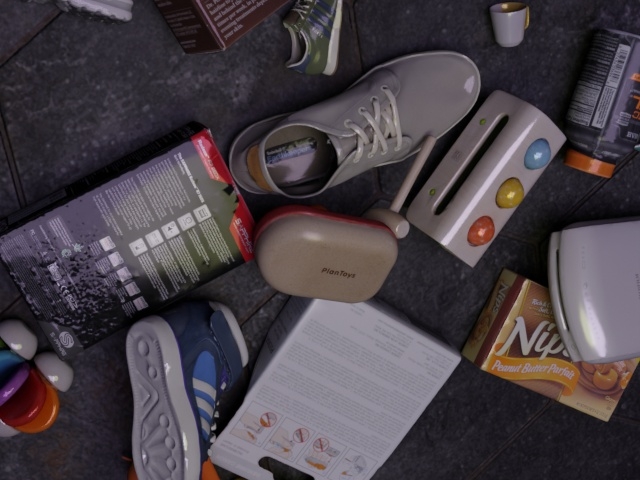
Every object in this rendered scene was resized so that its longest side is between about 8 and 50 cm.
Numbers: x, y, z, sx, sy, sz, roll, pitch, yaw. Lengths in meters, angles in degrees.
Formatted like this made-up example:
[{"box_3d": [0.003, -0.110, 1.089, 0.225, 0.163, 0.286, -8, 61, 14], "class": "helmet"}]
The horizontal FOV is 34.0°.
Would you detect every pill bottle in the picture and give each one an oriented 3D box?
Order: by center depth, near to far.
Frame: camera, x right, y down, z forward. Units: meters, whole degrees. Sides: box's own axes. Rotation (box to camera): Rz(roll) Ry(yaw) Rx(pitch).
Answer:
[{"box_3d": [0.502, -0.235, 1.818, 0.130, 0.130, 0.246, 12, 102, -22], "class": "pill bottle"}]

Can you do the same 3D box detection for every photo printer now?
[{"box_3d": [0.541, 0.085, 1.874, 0.307, 0.107, 0.256, -5, 84, -30], "class": "photo printer"}]

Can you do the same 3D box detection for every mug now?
[{"box_3d": [0.324, -0.363, 1.759, 0.078, 0.062, 0.064, -12, 117, -8], "class": "mug"}]

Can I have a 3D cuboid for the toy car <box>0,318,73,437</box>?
[{"box_3d": [-0.479, 0.225, 1.615, 0.159, 0.136, 0.182, -43, 114, -2], "class": "toy car"}]

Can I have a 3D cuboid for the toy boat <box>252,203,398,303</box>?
[{"box_3d": [0.000, 0.000, 1.665, 0.231, 0.151, 0.151, 11, 125, -27], "class": "toy boat"}]

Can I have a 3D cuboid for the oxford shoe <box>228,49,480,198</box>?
[{"box_3d": [0.071, -0.180, 1.690, 0.449, 0.130, 0.169, -22, 109, -13], "class": "oxford shoe"}]

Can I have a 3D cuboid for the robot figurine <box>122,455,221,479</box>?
[{"box_3d": [-0.232, 0.417, 1.742, 0.128, 0.158, 0.219, -42, 88, -22], "class": "robot figurine"}]

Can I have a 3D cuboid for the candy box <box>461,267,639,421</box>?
[{"box_3d": [0.440, 0.196, 1.946, 0.316, 0.087, 0.183, 24, 94, -23], "class": "candy box"}]

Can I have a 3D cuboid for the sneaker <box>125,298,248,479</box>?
[{"box_3d": [-0.184, 0.256, 1.680, 0.236, 0.130, 0.323, -10, 93, -52], "class": "sneaker"}]

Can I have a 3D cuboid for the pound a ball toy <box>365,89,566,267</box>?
[{"box_3d": [0.251, -0.094, 1.736, 0.319, 0.136, 0.208, -54, 136, 1], "class": "pound a ball toy"}]

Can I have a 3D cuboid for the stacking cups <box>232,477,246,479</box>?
[{"box_3d": [-0.046, 0.536, 1.885, 0.316, 0.096, 0.096, 36, 92, -27], "class": "stacking cups"}]

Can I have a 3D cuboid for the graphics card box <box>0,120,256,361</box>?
[{"box_3d": [-0.297, -0.001, 1.634, 0.371, 0.094, 0.233, -30, 114, -10], "class": "graphics card box"}]

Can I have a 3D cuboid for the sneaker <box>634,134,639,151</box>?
[{"box_3d": [0.601, -0.235, 1.891, 0.075, 0.057, 0.161, 0, 109, -25], "class": "sneaker"}]

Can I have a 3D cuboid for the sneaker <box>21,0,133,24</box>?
[{"box_3d": [-0.399, -0.399, 1.494, 0.281, 0.105, 0.115, 14, 86, -29], "class": "sneaker"}]

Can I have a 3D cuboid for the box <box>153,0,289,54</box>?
[{"box_3d": [-0.196, -0.474, 1.483, 0.191, 0.143, 0.381, -41, 116, -22], "class": "box"}]

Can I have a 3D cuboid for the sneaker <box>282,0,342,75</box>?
[{"box_3d": [-0.016, -0.352, 1.640, 0.086, 0.064, 0.192, -6, 111, -22], "class": "sneaker"}]

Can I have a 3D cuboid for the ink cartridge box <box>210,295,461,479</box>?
[{"box_3d": [0.015, 0.273, 1.839, 0.308, 0.091, 0.385, 30, 103, -24], "class": "ink cartridge box"}]
